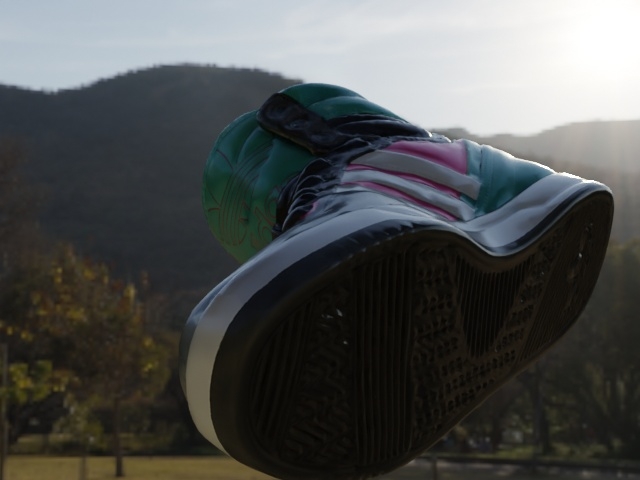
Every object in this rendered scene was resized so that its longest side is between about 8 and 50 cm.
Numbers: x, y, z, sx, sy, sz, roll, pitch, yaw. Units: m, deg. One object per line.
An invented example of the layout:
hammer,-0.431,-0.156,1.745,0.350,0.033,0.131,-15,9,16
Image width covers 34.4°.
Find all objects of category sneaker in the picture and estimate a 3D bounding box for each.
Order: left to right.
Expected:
sneaker,0.000,0.000,0.474,0.178,0.124,0.295,20,19,32
